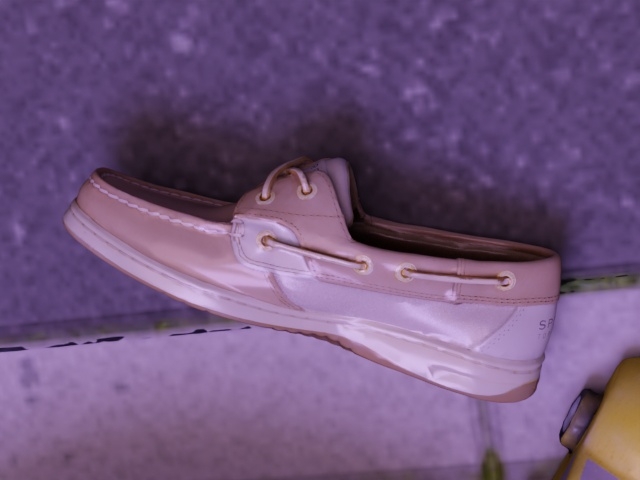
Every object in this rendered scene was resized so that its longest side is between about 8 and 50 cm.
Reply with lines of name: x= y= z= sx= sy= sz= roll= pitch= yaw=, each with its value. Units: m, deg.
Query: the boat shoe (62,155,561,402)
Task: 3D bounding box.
boat shoe: x=0.000 y=0.000 z=0.548 sx=0.170 sy=0.063 sz=0.059 roll=18 pitch=104 yaw=-2

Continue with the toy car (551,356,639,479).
toy car: x=0.048 y=0.167 z=0.577 sx=0.225 sy=0.053 sz=0.239 roll=-5 pitch=102 yaw=13
